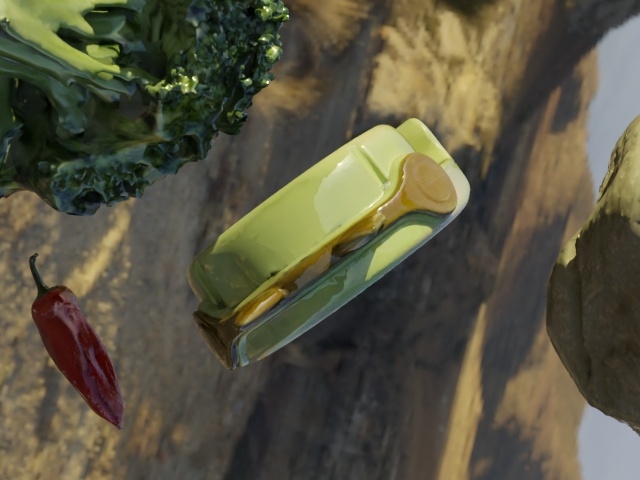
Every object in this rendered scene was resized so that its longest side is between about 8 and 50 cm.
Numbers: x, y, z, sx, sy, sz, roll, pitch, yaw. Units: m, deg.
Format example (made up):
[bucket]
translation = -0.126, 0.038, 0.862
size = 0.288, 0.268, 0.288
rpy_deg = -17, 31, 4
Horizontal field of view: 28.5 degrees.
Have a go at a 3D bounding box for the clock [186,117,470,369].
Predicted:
[clock]
translation = 0.000, 0.000, 1.201
size = 0.286, 0.117, 0.348
rpy_deg = -36, 180, 9

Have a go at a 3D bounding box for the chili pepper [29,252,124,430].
[chili pepper]
translation = -0.240, 0.101, 1.228
size = 0.191, 0.050, 0.059
rpy_deg = 62, 6, 0

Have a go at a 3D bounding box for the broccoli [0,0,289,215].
[broccoli]
translation = -0.224, -0.188, 1.078
size = 0.302, 0.375, 0.249
rpy_deg = 43, 33, -50

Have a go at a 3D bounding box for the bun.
[bun]
translation = 0.280, 0.036, 0.788
size = 0.205, 0.281, 0.281
rpy_deg = -115, -148, -59
